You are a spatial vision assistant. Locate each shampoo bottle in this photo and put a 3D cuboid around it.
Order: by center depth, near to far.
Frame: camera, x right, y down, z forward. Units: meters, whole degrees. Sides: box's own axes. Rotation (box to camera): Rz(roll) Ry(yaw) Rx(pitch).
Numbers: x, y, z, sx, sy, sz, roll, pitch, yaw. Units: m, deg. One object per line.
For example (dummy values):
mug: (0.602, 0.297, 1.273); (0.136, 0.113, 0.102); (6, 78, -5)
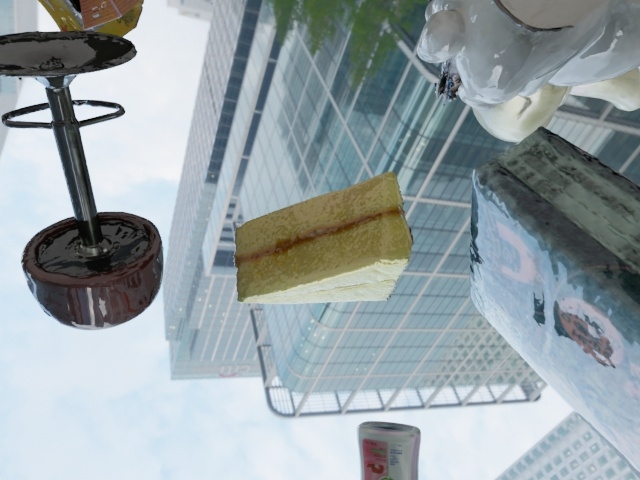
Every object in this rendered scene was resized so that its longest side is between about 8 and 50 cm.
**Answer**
shampoo bottle: (0.075, 0.255, 0.580); (0.072, 0.099, 0.043); (-2, 176, 25)

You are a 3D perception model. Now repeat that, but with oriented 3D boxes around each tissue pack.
tissue pack: (0.248, 0.085, 0.411); (0.103, 0.228, 0.316); (-34, -125, -8)

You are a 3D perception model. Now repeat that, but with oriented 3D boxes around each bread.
bread: (-0.004, 0.001, 0.834); (0.263, 0.163, 0.168); (-2, -121, -11)

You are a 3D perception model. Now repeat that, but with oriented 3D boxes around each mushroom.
mushroom: (0.437, -0.356, 1.050); (0.356, 0.315, 0.315); (-5, -134, -32)

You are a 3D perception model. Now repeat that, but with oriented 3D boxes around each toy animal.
toy animal: (0.275, -0.227, 0.563); (0.325, 0.154, 0.209); (15, -100, -3)

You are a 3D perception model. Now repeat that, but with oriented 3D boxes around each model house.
model house: (-0.403, -0.440, 0.919); (0.207, 0.219, 0.136); (-28, -144, -2)

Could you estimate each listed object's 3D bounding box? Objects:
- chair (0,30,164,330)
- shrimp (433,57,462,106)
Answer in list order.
chair: (-0.361, -0.082, 0.787); (0.226, 0.401, 0.227); (2, -148, -1)
shrimp: (0.241, -0.326, 0.736); (0.054, 0.290, 0.222); (36, -118, 15)
